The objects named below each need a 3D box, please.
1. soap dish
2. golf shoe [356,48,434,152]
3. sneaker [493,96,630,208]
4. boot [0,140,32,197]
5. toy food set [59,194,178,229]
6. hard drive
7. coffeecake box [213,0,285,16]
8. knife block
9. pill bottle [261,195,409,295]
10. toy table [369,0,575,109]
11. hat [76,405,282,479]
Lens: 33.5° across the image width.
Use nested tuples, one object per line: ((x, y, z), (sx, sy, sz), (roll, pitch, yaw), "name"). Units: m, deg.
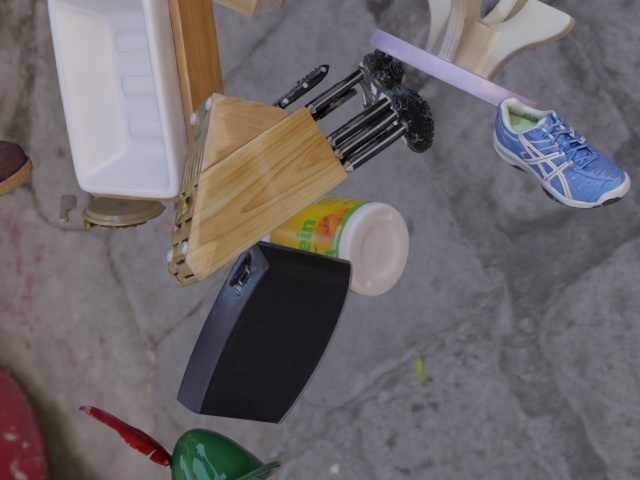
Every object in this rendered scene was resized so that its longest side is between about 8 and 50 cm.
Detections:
((-0.224, -0.198, 1.348), (0.229, 0.118, 0.290), (5, 107, 42), "soap dish")
((0.127, -0.234, 1.849), (0.094, 0.077, 0.198), (-34, 81, 58), "golf shoe")
((0.297, -0.111, 1.343), (0.211, 0.080, 0.081), (34, 157, 36), "sneaker")
((-0.404, -0.122, 0.968), (0.090, 0.249, 0.206), (-115, 19, -61), "boot")
((-0.299, -0.040, 1.620), (0.132, 0.192, 0.038), (-112, 19, -67), "toy food set")
((-0.067, 0.129, 1.380), (0.254, 0.172, 0.054), (-64, 33, 20), "hard drive")
((-0.130, -0.394, 1.570), (0.142, 0.185, 0.068), (24, 110, 5), "coffeecake box")
((-0.030, -0.067, 1.195), (0.088, 0.242, 0.275), (160, 120, -68), "knife block")
((0.000, 0.000, 1.592), (0.246, 0.136, 0.136), (9, 96, 45), "pill bottle")
((0.219, -0.303, 1.545), (0.274, 0.252, 0.160), (29, 103, 15), "toy table")
((-0.172, 0.263, 1.420), (0.173, 0.208, 0.183), (-32, 75, 5), "hat")
